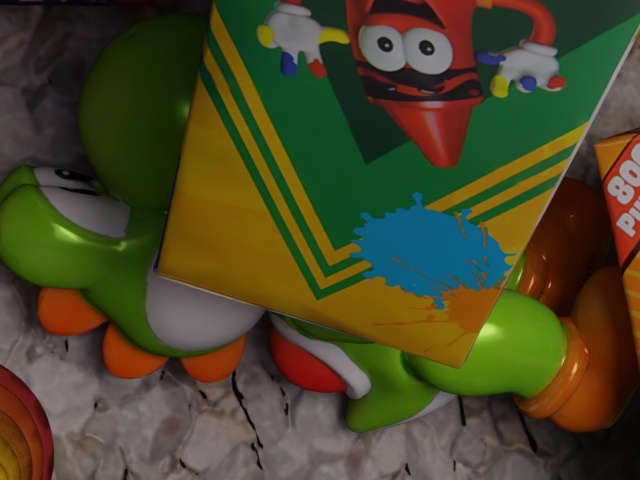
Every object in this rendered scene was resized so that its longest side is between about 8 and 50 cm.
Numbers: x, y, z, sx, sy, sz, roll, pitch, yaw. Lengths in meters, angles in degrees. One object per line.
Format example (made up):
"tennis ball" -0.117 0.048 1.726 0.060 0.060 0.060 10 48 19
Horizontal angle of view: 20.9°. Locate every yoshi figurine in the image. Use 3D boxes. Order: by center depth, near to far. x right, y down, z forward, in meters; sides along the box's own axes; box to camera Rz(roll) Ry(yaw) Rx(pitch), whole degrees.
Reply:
"yoshi figurine" 0.010 -0.019 0.947 0.362 0.203 0.203 11 70 -18

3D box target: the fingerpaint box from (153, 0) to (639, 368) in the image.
"fingerpaint box" 0.075 -0.232 0.773 0.163 0.371 0.445 17 56 -1

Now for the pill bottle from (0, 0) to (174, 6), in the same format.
"pill bottle" -0.169 -0.177 0.912 0.193 0.108 0.108 -3 91 -21

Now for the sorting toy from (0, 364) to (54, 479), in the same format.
"sorting toy" -0.152 0.238 0.906 0.127 0.126 0.365 -17 95 -20

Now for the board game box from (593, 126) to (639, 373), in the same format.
"board game box" 0.415 0.067 0.933 0.356 0.356 0.356 -18 97 -52
